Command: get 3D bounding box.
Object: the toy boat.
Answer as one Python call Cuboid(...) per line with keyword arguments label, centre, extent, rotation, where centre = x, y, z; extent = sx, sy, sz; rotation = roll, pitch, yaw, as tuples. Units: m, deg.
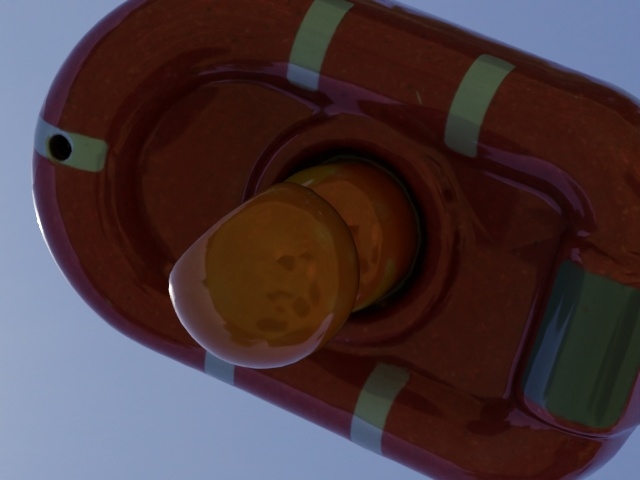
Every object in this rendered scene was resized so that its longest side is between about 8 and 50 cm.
Cuboid(label="toy boat", centre=(0.000, 0.000, 0.626), extent=(0.231, 0.151, 0.151), rotation=(23, -71, 21))
